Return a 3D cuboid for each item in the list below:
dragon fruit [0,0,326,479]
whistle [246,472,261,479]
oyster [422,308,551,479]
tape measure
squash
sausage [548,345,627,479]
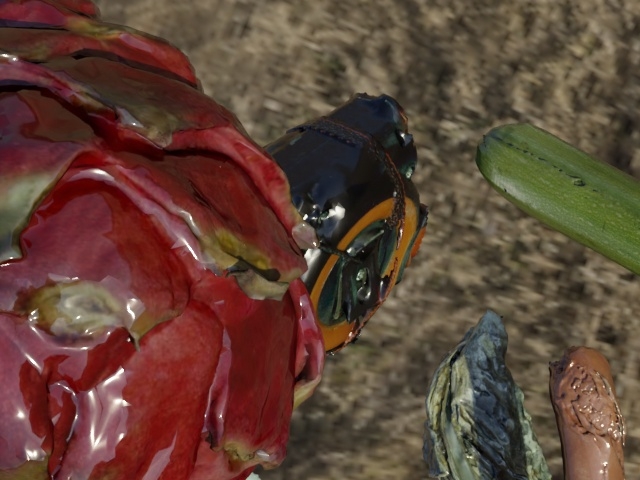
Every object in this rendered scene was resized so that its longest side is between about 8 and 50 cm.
[{"bbox_3d":[-0.156,0.028,0.939,0.329,0.329,0.329,-11,73,38],"label":"dragon fruit"},{"bbox_3d":[-0.179,0.095,1.135,0.062,0.312,0.062,-49,20,25],"label":"whistle"},{"bbox_3d":[0.190,0.252,1.914,0.162,0.158,0.351,165,96,-72],"label":"oyster"},{"bbox_3d":[0.000,0.000,1.541,0.135,0.202,0.223,30,140,27],"label":"tape measure"},{"bbox_3d":[0.215,-0.029,1.373,0.239,0.069,0.069,32,100,34],"label":"squash"},{"bbox_3d":[0.262,0.254,1.700,0.078,0.078,0.304,-8,80,39],"label":"sausage"}]
